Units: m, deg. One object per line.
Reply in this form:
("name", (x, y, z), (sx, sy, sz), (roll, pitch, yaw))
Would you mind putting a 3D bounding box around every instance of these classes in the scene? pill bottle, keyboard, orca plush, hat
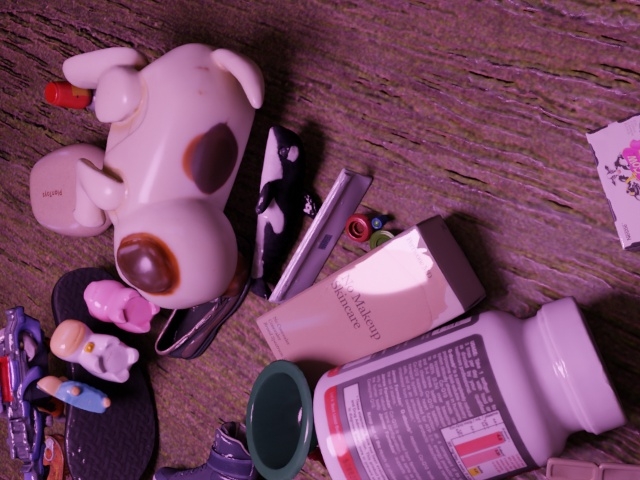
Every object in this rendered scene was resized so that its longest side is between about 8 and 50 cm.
("pill bottle", (0.192, 0.216, 0.994), (0.363, 0.210, 0.210), (-23, 74, 17))
("keyboard", (0.000, 0.000, 1.235), (0.014, 0.072, 0.256), (41, 108, 35))
("orca plush", (-0.052, -0.041, 1.257), (0.102, 0.151, 0.287), (9, 90, 1))
("hat", (0.004, 0.271, 1.125), (0.208, 0.183, 0.173), (-16, 67, 55))

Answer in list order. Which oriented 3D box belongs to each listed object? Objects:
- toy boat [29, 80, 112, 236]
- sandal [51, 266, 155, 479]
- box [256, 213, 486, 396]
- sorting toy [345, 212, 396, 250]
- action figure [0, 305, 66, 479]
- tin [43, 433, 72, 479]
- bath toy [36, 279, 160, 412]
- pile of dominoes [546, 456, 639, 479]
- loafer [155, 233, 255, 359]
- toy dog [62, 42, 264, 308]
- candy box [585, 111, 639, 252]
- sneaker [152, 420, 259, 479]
("toy boat", (-0.474, -0.165, 1.524), (0.267, 0.148, 0.318), (4, 97, 38))
("sandal", (-0.425, 0.275, 1.464), (0.107, 0.167, 0.446), (-36, 61, 59))
("box", (0.073, 0.100, 1.138), (0.311, 0.121, 0.148), (-34, 83, 27))
("sorting toy", (0.090, -0.014, 1.202), (0.102, 0.042, 0.061), (33, 120, 18))
("action figure", (-0.578, 0.308, 1.428), (0.178, 0.330, 0.341), (-9, 77, 13))
("tin", (-0.570, 0.505, 1.592), (0.106, 0.040, 0.189), (5, 90, 29))
("bath toy", (-0.382, 0.136, 1.386), (0.129, 0.151, 0.348), (-4, 53, 54))
("pile of dominoes", (0.399, 0.351, 0.919), (0.251, 0.040, 0.196), (3, 110, 12))
("loafer", (-0.208, 0.107, 1.354), (0.096, 0.084, 0.267), (39, 107, 29))
("toy dog", (-0.228, -0.090, 1.249), (0.395, 0.284, 0.408), (-5, 80, 29))
("candy box", (0.458, -0.091, 0.946), (0.196, 0.070, 0.165), (-21, 76, 30))
("sneaker", (-0.197, 0.389, 1.327), (0.226, 0.086, 0.163), (8, 93, 32))
